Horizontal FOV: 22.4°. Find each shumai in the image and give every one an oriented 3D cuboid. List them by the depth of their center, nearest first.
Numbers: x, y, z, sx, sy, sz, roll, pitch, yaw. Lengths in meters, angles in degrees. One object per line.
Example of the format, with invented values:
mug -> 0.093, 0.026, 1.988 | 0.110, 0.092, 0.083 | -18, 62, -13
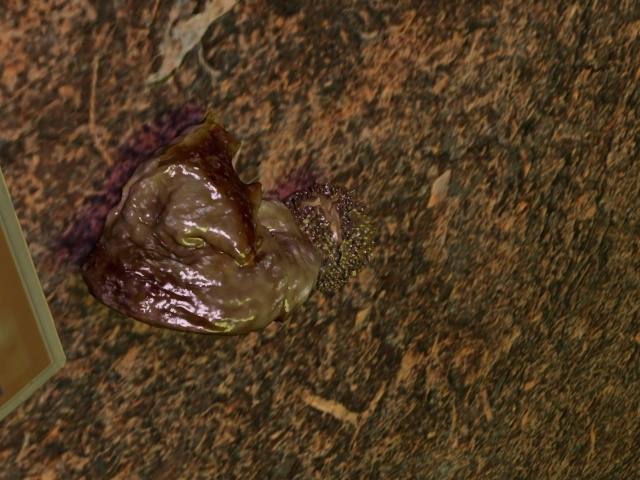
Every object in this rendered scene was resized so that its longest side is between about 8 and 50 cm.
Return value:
shumai -> -0.076, 0.000, 0.970 | 0.139, 0.123, 0.105 | -31, 132, -14

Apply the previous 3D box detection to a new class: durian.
durian -> 0.000, 0.000, 1.122 | 0.080, 0.080, 0.091 | -49, 165, -11

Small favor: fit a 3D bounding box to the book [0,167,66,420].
book -> -0.229, 0.044, 0.887 | 0.170, 0.018, 0.242 | -41, 146, -25
